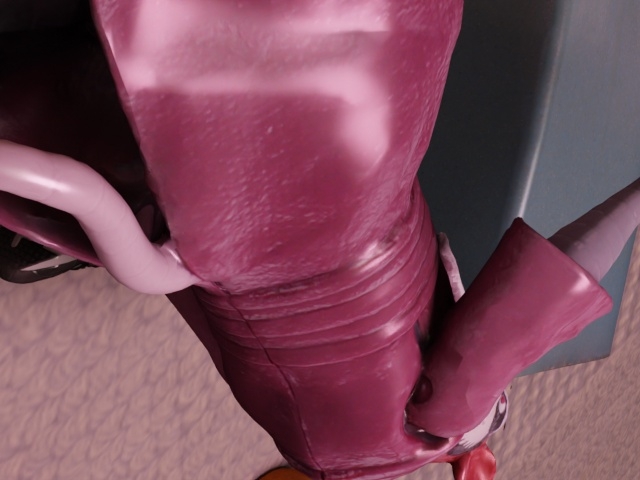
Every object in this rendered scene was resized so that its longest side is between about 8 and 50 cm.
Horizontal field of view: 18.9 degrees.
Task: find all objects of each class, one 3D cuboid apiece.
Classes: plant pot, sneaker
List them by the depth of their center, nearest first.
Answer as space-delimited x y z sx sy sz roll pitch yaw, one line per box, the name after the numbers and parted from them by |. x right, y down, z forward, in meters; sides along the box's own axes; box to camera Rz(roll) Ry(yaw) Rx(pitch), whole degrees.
-0.101 -0.001 0.848 0.109 0.040 0.044 -29 143 -45 | sneaker
0.072 -0.072 0.952 0.165 0.165 0.234 -5 112 -59 | plant pot

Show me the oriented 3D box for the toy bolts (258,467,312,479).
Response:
-0.028 0.244 1.102 0.218 0.158 0.228 -54 154 -9 | toy bolts

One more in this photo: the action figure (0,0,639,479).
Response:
0.000 0.000 0.727 0.276 0.248 0.370 -62 139 -37 | action figure
